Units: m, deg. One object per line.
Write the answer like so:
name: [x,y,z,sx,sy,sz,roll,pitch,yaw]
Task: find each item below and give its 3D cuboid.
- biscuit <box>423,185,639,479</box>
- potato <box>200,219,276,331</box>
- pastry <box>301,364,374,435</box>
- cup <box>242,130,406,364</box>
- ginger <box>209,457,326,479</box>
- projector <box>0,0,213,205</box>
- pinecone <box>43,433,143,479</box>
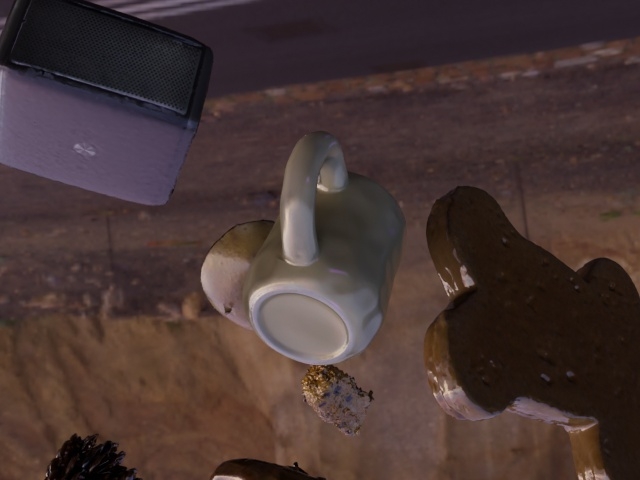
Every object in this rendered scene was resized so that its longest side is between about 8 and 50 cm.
biscuit: [0.289,0.144,1.194,0.394,0.368,0.076,25,142,-26]
potato: [-0.100,0.097,1.855,0.239,0.116,0.299,-42,132,9]
pastry: [0.025,0.234,1.364,0.140,0.080,0.056,38,173,-37]
cup: [0.018,0.009,1.107,0.173,0.202,0.255,22,135,1]
ginger: [0.007,0.365,1.228,0.310,0.107,0.133,19,-151,-12]
projector: [-0.459,-0.286,1.926,0.406,0.242,0.395,16,150,-12]
pinecone: [-0.364,0.394,1.473,0.174,0.173,0.173,-6,175,-1]
